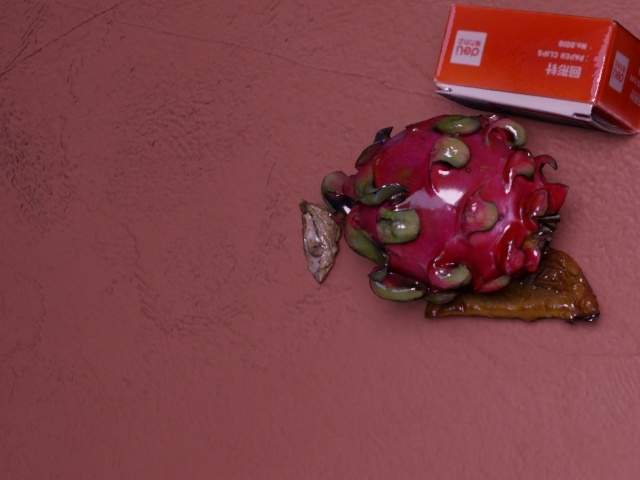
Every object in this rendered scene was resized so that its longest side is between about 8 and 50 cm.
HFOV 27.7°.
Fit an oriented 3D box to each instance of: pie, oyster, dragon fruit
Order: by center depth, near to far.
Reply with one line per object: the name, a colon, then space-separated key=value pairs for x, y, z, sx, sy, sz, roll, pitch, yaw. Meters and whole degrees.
dragon fruit: x=0.120 y=-0.035 z=1.300 sx=0.198 sy=0.273 sz=0.218 roll=26 pitch=91 yaw=-11
pie: x=0.200 y=0.044 z=1.315 sx=0.191 sy=0.033 sz=0.088 roll=0 pitch=65 yaw=34
oyster: x=0.000 y=0.000 z=1.462 sx=0.081 sy=0.038 sz=0.083 roll=-141 pitch=47 yaw=-57

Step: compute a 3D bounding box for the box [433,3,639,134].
box: x=0.223 y=-0.164 z=1.279 sx=0.182 sy=0.133 sz=0.099 roll=13 pitch=91 yaw=32
